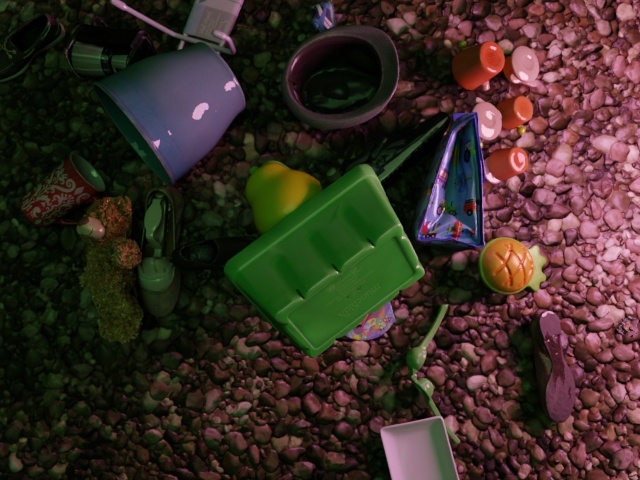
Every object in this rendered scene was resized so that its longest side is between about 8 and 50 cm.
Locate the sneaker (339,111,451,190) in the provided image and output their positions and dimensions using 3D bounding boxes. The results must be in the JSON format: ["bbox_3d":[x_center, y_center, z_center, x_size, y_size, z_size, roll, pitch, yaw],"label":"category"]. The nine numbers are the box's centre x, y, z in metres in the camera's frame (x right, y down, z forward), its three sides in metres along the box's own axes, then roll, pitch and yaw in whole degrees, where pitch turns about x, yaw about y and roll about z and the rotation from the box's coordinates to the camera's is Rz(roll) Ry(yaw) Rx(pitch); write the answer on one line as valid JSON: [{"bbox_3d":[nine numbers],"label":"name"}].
[{"bbox_3d":[0.168,-0.223,1.266,0.283,0.107,0.124,-40,77,-1],"label":"sneaker"}]

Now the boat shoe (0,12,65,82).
[{"bbox_3d":[-0.759,-0.491,1.378,0.227,0.069,0.081,-39,82,-1],"label":"boat shoe"}]

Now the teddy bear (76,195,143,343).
[{"bbox_3d":[-0.482,0.070,1.236,0.113,0.245,0.338,-6,105,-35],"label":"teddy bear"}]

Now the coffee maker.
[{"bbox_3d":[-0.498,-0.468,1.321,0.178,0.120,0.171,10,87,12],"label":"coffee maker"}]

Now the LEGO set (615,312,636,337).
[{"bbox_3d":[0.695,0.191,1.223,0.083,0.023,0.054,8,87,-8],"label":"LEGO set"}]

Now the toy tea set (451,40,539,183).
[{"bbox_3d":[0.391,-0.301,1.270,0.200,0.124,0.336,11,80,-24],"label":"toy tea set"}]

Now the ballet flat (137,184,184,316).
[{"bbox_3d":[-0.385,0.021,1.276,0.107,0.106,0.316,0,84,4],"label":"ballet flat"}]

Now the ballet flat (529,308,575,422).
[{"bbox_3d":[0.506,0.277,1.213,0.084,0.058,0.250,-9,89,-19],"label":"ballet flat"}]

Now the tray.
[{"bbox_3d":[0.233,0.534,1.207,0.145,0.030,0.270,-15,83,9],"label":"tray"}]

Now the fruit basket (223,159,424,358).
[{"bbox_3d":[-0.020,-0.001,1.149,0.392,0.283,0.392,-17,45,18],"label":"fruit basket"}]

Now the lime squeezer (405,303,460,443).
[{"bbox_3d":[0.247,0.304,1.235,0.109,0.059,0.311,0,82,-28],"label":"lime squeezer"}]

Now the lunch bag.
[{"bbox_3d":[0.276,-0.130,1.178,0.138,0.221,0.293,6,88,4],"label":"lunch bag"}]

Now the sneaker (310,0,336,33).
[{"bbox_3d":[0.011,-0.516,1.333,0.059,0.053,0.144,-7,75,3],"label":"sneaker"}]

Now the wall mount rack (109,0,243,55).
[{"bbox_3d":[-0.315,-0.605,1.327,0.304,0.130,0.350,19,85,7],"label":"wall mount rack"}]

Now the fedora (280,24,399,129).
[{"bbox_3d":[0.051,-0.364,1.275,0.275,0.124,0.244,-12,81,11],"label":"fedora"}]

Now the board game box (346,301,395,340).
[{"bbox_3d":[0.094,0.148,1.263,0.133,0.033,0.169,-16,82,2],"label":"board game box"}]

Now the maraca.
[{"bbox_3d":[0.431,0.058,1.220,0.185,0.099,0.127,6,86,-21],"label":"maraca"}]

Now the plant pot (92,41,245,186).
[{"bbox_3d":[-0.324,-0.308,1.243,0.255,0.272,0.272,-41,82,-15],"label":"plant pot"}]

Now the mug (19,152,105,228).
[{"bbox_3d":[-0.612,-0.099,1.306,0.169,0.113,0.150,-35,81,3],"label":"mug"}]

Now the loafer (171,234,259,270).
[{"bbox_3d":[-0.229,0.031,1.256,0.220,0.078,0.080,-10,83,-18],"label":"loafer"}]
